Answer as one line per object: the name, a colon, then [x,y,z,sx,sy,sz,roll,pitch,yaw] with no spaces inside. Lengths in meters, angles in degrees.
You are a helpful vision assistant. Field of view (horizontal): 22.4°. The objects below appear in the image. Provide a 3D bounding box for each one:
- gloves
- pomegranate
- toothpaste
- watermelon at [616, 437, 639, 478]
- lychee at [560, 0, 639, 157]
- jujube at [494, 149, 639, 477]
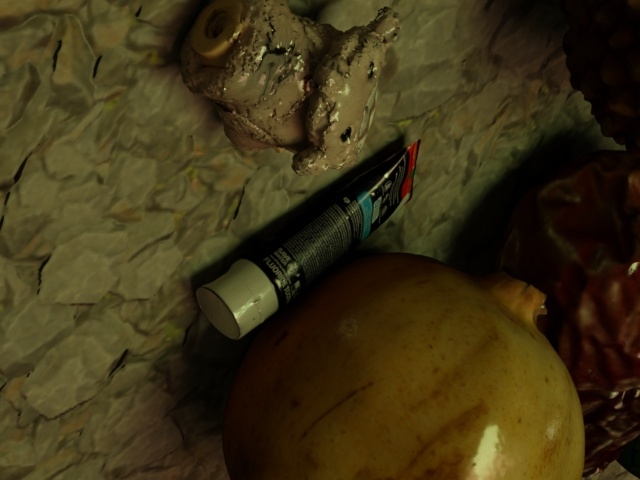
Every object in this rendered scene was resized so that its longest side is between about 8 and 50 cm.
gloves: [-0.017,-0.097,0.976,0.144,0.094,0.110,4,110,-40]
pomegranate: [0.069,0.133,1.152,0.264,0.264,0.264,-29,142,-25]
toothpaste: [0.000,0.000,1.135,0.193,0.045,0.071,-37,154,-25]
watermelon: [0.340,0.151,1.570,0.140,0.140,0.187,-27,133,-27]
lychee: [0.325,-0.170,1.085,0.330,0.306,0.306,-39,146,-25]
jujube: [0.231,0.072,1.334,0.216,0.216,0.342,-28,149,-26]
